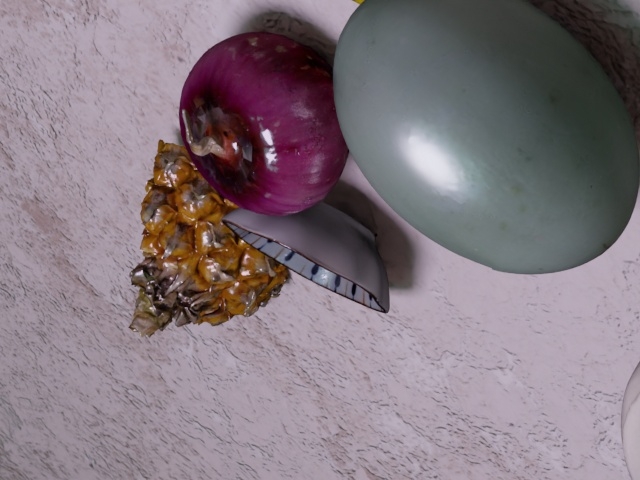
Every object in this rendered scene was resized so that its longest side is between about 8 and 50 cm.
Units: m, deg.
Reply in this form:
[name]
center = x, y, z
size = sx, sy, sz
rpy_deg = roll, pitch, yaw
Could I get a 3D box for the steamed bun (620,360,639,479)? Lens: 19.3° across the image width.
[steamed bun]
center = 0.373, 0.153, 1.585
size = 0.232, 0.145, 0.231
rpy_deg = 16, 127, 22

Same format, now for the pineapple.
[pineapple]
center = -0.119, 0.033, 1.976
size = 0.140, 0.164, 0.249
rpy_deg = 12, 131, 29

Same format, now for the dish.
[dish]
center = 0.000, 0.000, 1.861
size = 0.191, 0.066, 0.190
rpy_deg = 28, 173, 4

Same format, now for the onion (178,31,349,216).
[onion]
center = -0.053, -0.106, 1.767
size = 0.177, 0.153, 0.177
rpy_deg = 25, 152, 14

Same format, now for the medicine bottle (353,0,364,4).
[medicine bottle]
center = -0.054, -0.298, 1.630
size = 0.309, 0.076, 0.111
rpy_deg = 30, 142, 23

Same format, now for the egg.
[egg]
center = 0.133, -0.093, 1.529
size = 0.283, 0.203, 0.203
rpy_deg = 45, 146, -1
